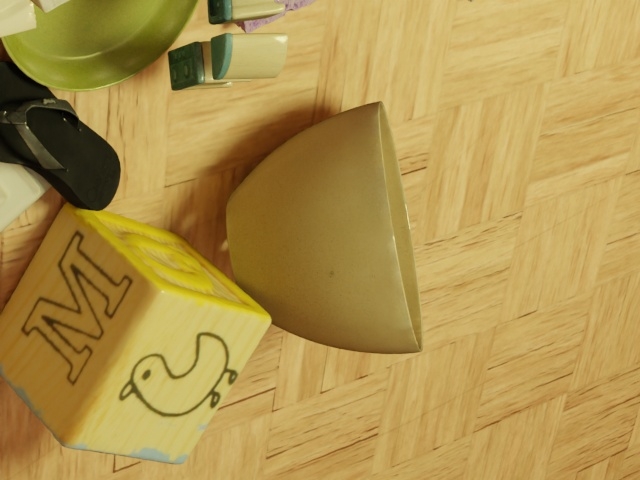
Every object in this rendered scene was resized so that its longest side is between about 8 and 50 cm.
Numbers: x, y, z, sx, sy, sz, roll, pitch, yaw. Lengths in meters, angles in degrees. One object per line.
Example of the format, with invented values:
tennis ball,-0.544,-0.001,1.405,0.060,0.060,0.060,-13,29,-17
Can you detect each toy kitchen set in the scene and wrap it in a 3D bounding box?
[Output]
toy kitchen set,-0.122,-0.255,1.627,0.122,0.166,0.207,-3,91,-24

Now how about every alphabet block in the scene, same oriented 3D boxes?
alphabet block,-0.208,0.100,1.792,0.192,0.193,0.197,17,107,-51

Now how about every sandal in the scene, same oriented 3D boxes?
sandal,-0.268,-0.105,1.656,0.254,0.054,0.097,32,69,-56

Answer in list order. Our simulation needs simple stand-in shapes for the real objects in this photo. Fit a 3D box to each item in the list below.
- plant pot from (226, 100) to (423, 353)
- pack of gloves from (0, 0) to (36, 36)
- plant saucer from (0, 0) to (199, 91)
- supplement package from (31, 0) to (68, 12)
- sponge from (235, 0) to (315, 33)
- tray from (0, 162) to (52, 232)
plant pot,0.000,0.000,1.888,0.190,0.284,0.284,-10,137,7
pack of gloves,-0.378,-0.255,1.471,0.232,0.046,0.195,-19,118,-27
plant saucer,-0.215,-0.259,1.620,0.241,0.037,0.241,-25,134,-29
supplement package,-0.210,-0.362,1.389,0.204,0.145,0.262,-28,121,-14
sponge,-0.007,-0.311,1.783,0.210,0.031,0.117,-28,136,-25
tray,-0.385,-0.009,1.664,0.270,0.030,0.145,-43,140,-9
